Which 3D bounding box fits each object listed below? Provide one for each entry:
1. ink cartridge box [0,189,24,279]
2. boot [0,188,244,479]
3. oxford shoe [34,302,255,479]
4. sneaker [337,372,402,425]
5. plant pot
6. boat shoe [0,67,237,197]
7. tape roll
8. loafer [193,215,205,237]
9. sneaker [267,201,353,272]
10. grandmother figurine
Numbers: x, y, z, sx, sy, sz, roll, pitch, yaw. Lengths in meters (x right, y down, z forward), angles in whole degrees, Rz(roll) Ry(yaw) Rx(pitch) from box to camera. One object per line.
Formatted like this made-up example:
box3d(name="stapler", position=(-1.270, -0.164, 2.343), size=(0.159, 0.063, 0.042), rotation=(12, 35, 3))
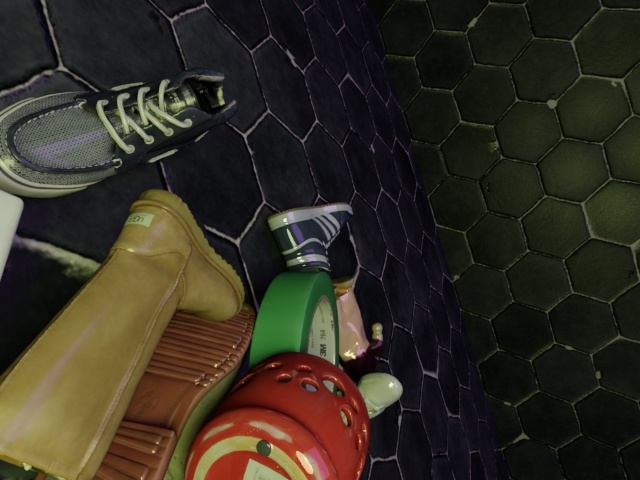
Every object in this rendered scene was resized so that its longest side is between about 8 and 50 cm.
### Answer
box3d(name="ink cartridge box", position=(-0.375, 0.103, 0.197), size=(0.279, 0.160, 0.385), rotation=(42, 41, -55))
box3d(name="boot", position=(-0.192, 0.113, 0.451), size=(0.236, 0.089, 0.270), rotation=(65, 30, -43))
box3d(name="oxford shoe", position=(-0.196, 0.218, 0.547), size=(0.397, 0.140, 0.147), rotation=(-58, 158, -60))
box3d(name="sneaker", position=(0.073, 0.334, 0.825), size=(0.080, 0.212, 0.094), rotation=(46, 36, -7))
box3d(name="plant pot", position=(-0.048, 0.244, 0.482), size=(0.174, 0.191, 0.191), rotation=(-8, 83, -74))
box3d(name="boat shoe", position=(-0.254, -0.166, 0.563), size=(0.127, 0.158, 0.340), rotation=(64, 30, -17))
box3d(name="tape roll", position=(-0.031, 0.214, 0.729), size=(0.321, 0.077, 0.322), rotation=(-1, 90, -77))
box3d(name="loafer", position=(-0.234, 0.029, 0.583), size=(0.078, 0.076, 0.223), rotation=(66, 33, -32))
box3d(name="sneaker", position=(0.000, 0.000, 0.974), size=(0.282, 0.099, 0.153), rotation=(-13, 82, -54))
box3d(name="grandmother figurine", position=(0.083, 0.262, 1.003), size=(0.207, 0.104, 0.343), rotation=(-22, 99, -33))
